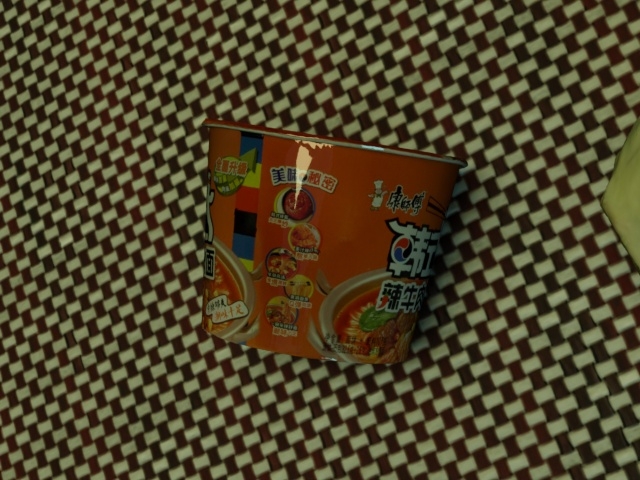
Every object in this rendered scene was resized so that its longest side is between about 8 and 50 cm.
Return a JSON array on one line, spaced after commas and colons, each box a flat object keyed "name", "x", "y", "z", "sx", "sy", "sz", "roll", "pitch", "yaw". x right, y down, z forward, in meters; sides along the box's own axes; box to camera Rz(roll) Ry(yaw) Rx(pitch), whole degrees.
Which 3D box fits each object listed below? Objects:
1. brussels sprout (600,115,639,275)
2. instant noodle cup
[{"name": "brussels sprout", "x": 0.377, "y": -0.065, "z": 1.012, "sx": 0.274, "sy": 0.243, "sz": 0.316, "roll": 39, "pitch": 99, "yaw": 32}, {"name": "instant noodle cup", "x": 0.000, "y": 0.000, "z": 1.197, "sx": 0.250, "sy": 0.250, "sz": 0.192, "roll": 11, "pitch": 95, "yaw": 27}]
